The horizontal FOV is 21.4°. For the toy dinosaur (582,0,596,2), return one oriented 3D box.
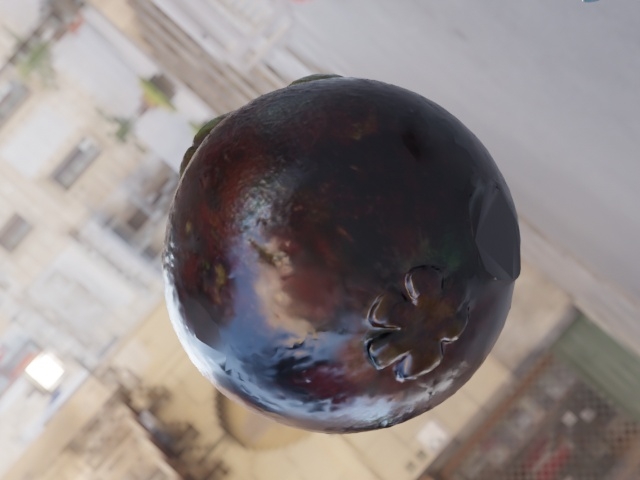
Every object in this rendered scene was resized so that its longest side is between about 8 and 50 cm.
[{"bbox_3d":[0.183,-0.214,1.223,0.045,0.080,0.197,-2,179,-30],"label":"toy dinosaur"}]

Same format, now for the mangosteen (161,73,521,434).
[{"bbox_3d":[0.011,0.003,1.349,0.311,0.311,0.311,42,180,0],"label":"mangosteen"}]
